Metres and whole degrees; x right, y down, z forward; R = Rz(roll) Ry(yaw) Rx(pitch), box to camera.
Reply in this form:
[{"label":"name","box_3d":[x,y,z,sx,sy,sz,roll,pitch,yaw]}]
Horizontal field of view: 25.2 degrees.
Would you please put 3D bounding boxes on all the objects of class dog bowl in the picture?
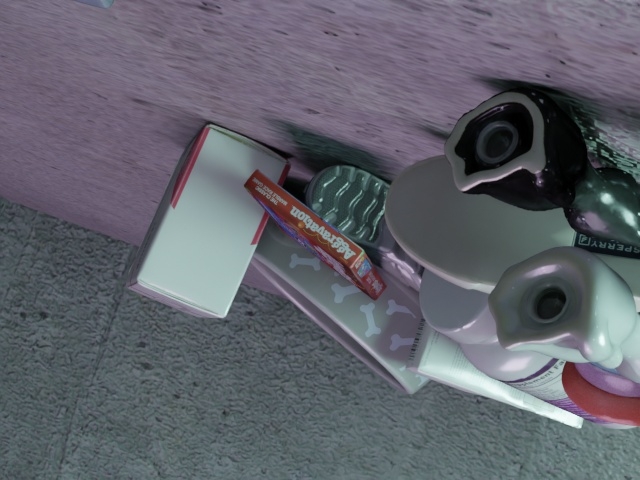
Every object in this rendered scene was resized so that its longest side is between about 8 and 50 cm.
[{"label":"dog bowl","box_3d":[0.036,0.070,1.908,0.349,0.102,0.349,41,174,5]}]

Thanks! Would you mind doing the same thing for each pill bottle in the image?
[{"label":"pill bottle","box_3d":[0.258,0.091,1.594,0.301,0.169,0.169,26,171,-34]}]

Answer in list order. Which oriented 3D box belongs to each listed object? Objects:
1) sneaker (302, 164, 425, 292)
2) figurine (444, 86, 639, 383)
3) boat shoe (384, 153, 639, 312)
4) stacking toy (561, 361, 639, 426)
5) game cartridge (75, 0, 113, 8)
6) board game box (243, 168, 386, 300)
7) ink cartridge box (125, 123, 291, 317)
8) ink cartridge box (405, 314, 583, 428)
[{"label":"sneaker","box_3d":[0.103,-0.006,1.664,0.281,0.105,0.115,35,176,-15]},{"label":"figurine","box_3d":[0.207,0.013,1.080,0.092,0.215,0.209,-30,148,31]},{"label":"boat shoe","box_3d":[0.230,0.020,1.276,0.340,0.127,0.158,15,166,24]},{"label":"stacking toy","box_3d":[0.400,0.114,1.356,0.279,0.130,0.309,-17,-144,-25]},{"label":"game cartridge","box_3d":[-0.289,-0.254,1.023,0.297,0.062,0.198,20,177,4]},{"label":"board game box","box_3d":[0.000,0.000,1.610,0.145,0.027,0.281,36,177,12]},{"label":"ink cartridge box","box_3d":[-0.147,-0.017,1.787,0.117,0.207,0.283,24,173,-8]},{"label":"ink cartridge box","box_3d":[0.237,0.109,1.750,0.224,0.181,0.056,21,174,-14]}]
